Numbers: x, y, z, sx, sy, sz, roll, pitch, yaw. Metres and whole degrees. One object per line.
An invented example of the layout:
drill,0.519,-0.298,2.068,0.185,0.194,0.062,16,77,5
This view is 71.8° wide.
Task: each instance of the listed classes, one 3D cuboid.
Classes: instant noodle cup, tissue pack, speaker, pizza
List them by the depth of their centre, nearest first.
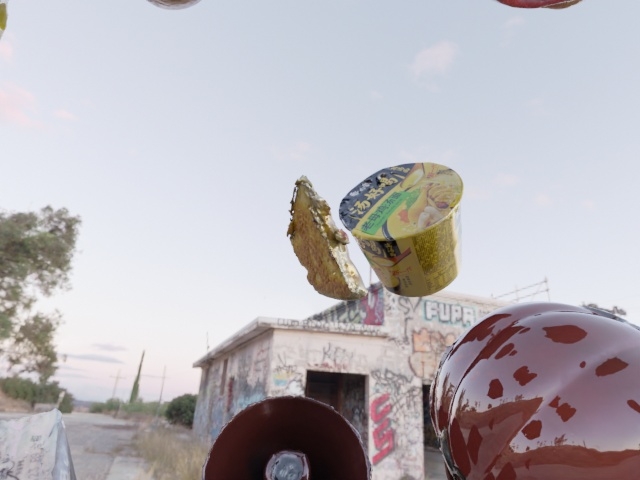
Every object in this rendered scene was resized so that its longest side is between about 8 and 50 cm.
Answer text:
tissue pack,-0.289,0.325,0.463,0.073,0.173,0.236,-8,-62,-24
instant noodle cup,0.113,-0.011,0.558,0.151,0.151,0.122,-8,-49,23
speaker,-0.050,0.347,0.640,0.198,0.259,0.330,-6,-42,-9
pizza,0.000,0.000,1.003,0.071,0.297,0.189,-29,6,-32

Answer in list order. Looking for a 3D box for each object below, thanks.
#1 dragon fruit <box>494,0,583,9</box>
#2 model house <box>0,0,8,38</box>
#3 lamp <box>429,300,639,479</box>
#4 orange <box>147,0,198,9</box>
dragon fruit,0.259,-0.466,0.557,0.305,0.226,0.306,-11,-45,-11
model house,-0.495,-0.250,0.502,0.193,0.234,0.175,18,-42,-25
lamp,0.239,0.194,0.386,0.257,0.303,0.303,-40,-35,3
orange,-0.321,-0.639,0.933,0.264,0.264,0.264,3,-26,1
